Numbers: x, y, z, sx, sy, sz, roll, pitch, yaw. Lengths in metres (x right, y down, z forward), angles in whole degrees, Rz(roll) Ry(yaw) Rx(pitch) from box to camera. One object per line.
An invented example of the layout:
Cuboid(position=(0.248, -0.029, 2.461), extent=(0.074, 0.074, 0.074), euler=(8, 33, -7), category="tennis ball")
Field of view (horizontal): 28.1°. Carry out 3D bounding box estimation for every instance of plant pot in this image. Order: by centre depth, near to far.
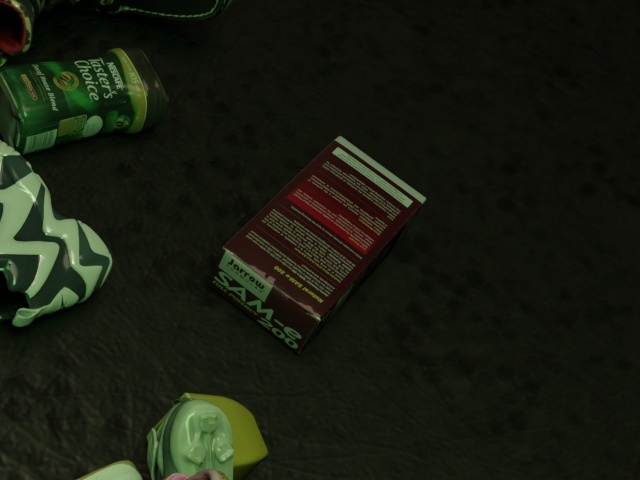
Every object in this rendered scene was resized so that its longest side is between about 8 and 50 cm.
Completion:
Cuboid(position=(-0.100, 0.196, 1.206), extent=(0.083, 0.081, 0.081), euler=(3, 51, -42), category="plant pot")

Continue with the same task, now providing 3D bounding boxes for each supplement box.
Cuboid(position=(0.000, 0.000, 1.404), extent=(0.130, 0.073, 0.239), euler=(37, 48, 9), category="supplement box")

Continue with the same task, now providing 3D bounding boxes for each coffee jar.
Cuboid(position=(-0.264, -0.157, 1.411), extent=(0.184, 0.079, 0.096), euler=(-15, 60, -32), category="coffee jar")

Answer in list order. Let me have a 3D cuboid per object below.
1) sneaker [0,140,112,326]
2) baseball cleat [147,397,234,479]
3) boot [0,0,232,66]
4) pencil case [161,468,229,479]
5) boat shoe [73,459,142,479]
Cuboid(position=(-0.336, -0.005, 1.249), extent=(0.235, 0.094, 0.153), euler=(46, 41, 2), category="sneaker")
Cuboid(position=(-0.112, 0.241, 1.113), extent=(0.072, 0.109, 0.206), euler=(7, 84, -26), category="baseball cleat")
Cuboid(position=(-0.297, -0.286, 1.420), extent=(0.377, 0.138, 0.284), euler=(19, 34, -3), category="boot")
Cuboid(position=(0.006, 0.335, 1.010), extent=(0.386, 0.167, 0.160), euler=(36, 88, -17), category="pencil case")
Cuboid(position=(-0.246, 0.277, 1.062), extent=(0.277, 0.098, 0.096), euler=(-22, 66, -38), category="boat shoe")
